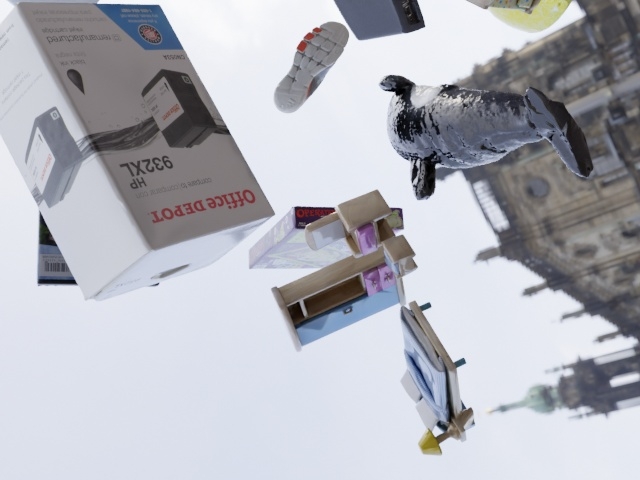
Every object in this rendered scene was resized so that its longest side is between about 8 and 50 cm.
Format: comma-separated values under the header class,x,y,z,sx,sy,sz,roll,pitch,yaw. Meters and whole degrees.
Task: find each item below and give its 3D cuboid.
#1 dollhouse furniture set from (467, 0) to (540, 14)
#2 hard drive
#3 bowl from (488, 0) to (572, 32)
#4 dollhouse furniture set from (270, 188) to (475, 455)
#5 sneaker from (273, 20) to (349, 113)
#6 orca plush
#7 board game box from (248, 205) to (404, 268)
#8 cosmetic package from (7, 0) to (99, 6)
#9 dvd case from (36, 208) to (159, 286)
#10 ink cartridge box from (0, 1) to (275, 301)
class,x,y,z,sx,sy,sz,roll,pitch,yaw
dollhouse furniture set,0.309,-0.437,1.400,0.182,0.161,0.101,-7,-145,-37
hard drive,0.074,-0.478,1.646,0.054,0.172,0.255,-43,-61,-28
bowl,0.349,-0.536,1.681,0.156,0.289,0.290,4,-114,-18
dollhouse furniture set,0.075,0.150,1.328,0.286,0.198,0.303,74,169,-53
sneaker,-0.015,-0.258,1.369,0.061,0.158,0.065,40,-175,5
orca plush,0.129,-0.075,0.827,0.151,0.287,0.102,19,-88,-34
board game box,0.000,0.000,1.756,0.208,0.347,0.056,4,-105,-17
cosmetic package,-0.366,-0.421,1.199,0.138,0.224,0.224,40,179,19
dvd case,-0.334,-0.055,1.392,0.180,0.022,0.253,2,-101,-19
ink cartridge box,-0.223,-0.111,1.057,0.223,0.129,0.307,-19,-102,-55
